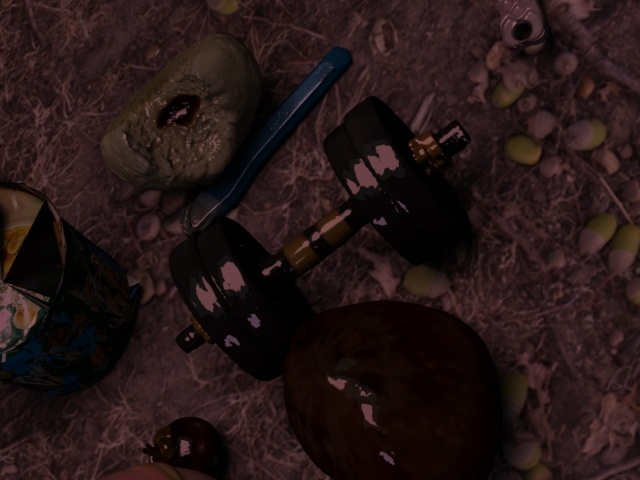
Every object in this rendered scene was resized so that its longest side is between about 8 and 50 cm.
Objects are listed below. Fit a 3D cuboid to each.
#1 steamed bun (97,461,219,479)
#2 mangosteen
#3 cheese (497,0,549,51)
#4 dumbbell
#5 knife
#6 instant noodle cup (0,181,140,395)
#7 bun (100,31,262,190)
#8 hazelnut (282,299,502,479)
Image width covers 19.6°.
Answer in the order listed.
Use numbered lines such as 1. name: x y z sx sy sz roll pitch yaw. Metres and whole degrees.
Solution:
1. steamed bun: -0.181 0.362 1.854 0.309 0.309 0.309 -12 63 25
2. mangosteen: -0.145 0.233 2.018 0.081 0.081 0.081 -12 63 25
3. cheese: 0.207 -0.339 2.066 0.163 0.082 0.286 -15 63 25
4. dumbbell: 0.000 0.000 1.975 0.388 0.185 0.185 -37 55 12
5. knife: -0.065 -0.111 2.159 0.296 0.026 0.044 -47 57 1
6. instant noodle cup: -0.336 0.069 2.139 0.240 0.178 0.240 -12 63 26
7. bun: -0.151 -0.137 2.142 0.212 0.126 0.204 -34 19 36
8. hazelnut: 0.075 0.155 1.844 0.234 0.218 0.218 35 88 44
